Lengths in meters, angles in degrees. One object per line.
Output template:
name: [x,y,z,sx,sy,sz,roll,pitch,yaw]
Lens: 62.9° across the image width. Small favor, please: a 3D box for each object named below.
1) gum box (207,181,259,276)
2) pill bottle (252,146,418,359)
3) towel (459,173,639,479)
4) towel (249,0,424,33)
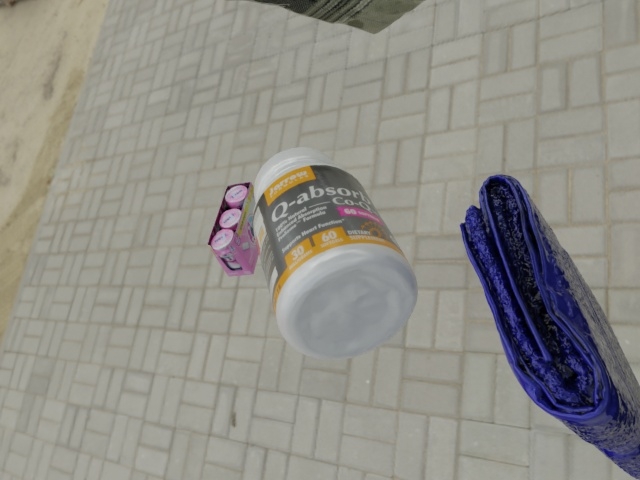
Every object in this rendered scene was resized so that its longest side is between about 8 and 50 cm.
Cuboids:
gum box: [-0.174,-0.021,1.129,0.062,0.107,0.188,-7,48,19]
pill bottle: [0.000,0.000,0.665,0.162,0.162,0.278,-42,37,15]
towel: [0.239,0.100,0.511,0.076,0.308,0.227,-27,48,26]
towel: [0.007,-0.205,0.235,0.324,0.313,0.056,-11,84,55]
